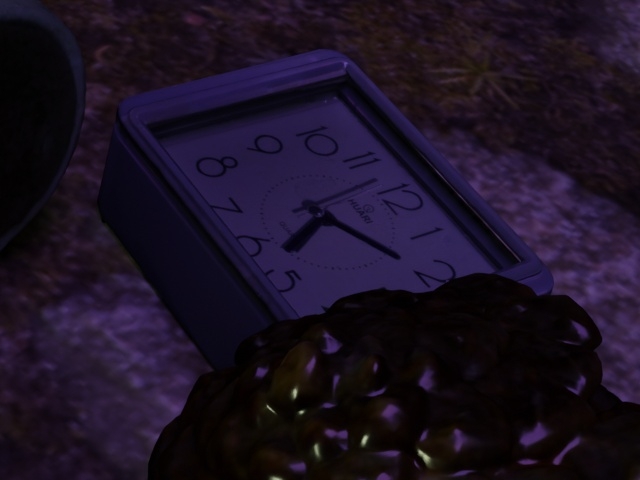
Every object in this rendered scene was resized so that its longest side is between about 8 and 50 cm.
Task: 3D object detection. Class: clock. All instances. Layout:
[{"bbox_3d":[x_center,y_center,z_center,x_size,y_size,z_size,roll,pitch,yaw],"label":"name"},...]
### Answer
[{"bbox_3d":[0.001,0.000,0.798,0.144,0.073,0.193,-19,52,-32],"label":"clock"}]

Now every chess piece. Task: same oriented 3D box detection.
[{"bbox_3d":[-0.252,-0.098,0.798,0.271,0.139,0.139,28,42,27],"label":"chess piece"}]

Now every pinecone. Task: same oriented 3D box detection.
[{"bbox_3d":[0.032,0.115,0.593,0.202,0.201,0.229,16,39,6],"label":"pinecone"}]
